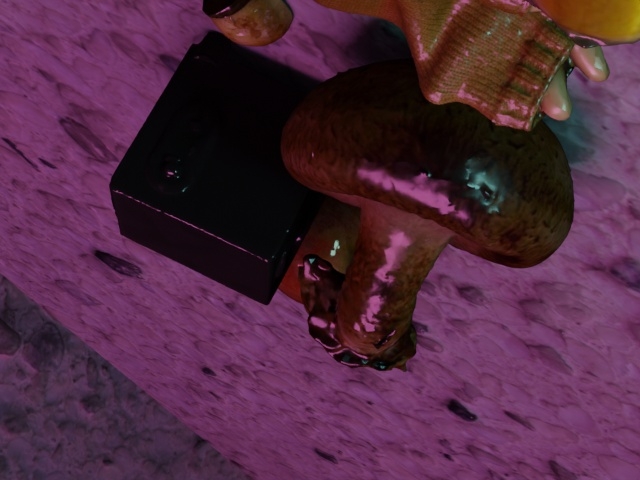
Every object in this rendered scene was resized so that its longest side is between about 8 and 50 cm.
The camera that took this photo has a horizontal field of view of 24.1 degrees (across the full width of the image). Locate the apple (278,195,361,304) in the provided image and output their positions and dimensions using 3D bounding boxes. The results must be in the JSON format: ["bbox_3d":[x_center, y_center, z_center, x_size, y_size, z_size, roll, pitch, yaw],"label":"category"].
[{"bbox_3d":[0.000,0.000,2.094,0.174,0.188,0.188,17,156,39],"label":"apple"}]

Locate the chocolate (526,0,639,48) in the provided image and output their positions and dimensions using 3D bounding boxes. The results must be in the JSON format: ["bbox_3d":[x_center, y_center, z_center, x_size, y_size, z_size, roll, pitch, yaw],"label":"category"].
[{"bbox_3d":[0.264,-0.331,1.128,0.162,0.162,0.445,24,153,10],"label":"chocolate"}]

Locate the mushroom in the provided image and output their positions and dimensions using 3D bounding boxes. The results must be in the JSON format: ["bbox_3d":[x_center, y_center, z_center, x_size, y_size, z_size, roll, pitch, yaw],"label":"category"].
[{"bbox_3d":[0.090,-0.038,1.716,0.331,0.356,0.334,43,177,-7],"label":"mushroom"}]

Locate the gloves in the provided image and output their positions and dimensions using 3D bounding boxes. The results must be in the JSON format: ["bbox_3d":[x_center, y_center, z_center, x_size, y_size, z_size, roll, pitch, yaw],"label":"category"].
[{"bbox_3d":[0.123,-0.248,1.443,0.356,0.155,0.203,33,149,2],"label":"gloves"}]

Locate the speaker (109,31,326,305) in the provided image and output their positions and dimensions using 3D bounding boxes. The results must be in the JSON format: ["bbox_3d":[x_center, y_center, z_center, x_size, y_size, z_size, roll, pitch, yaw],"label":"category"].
[{"bbox_3d":[-0.106,-0.092,1.925,0.232,0.254,0.184,26,159,7],"label":"speaker"}]

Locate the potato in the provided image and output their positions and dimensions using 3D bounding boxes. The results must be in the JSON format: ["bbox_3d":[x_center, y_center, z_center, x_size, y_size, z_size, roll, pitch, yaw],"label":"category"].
[{"bbox_3d":[-0.083,-0.261,1.779,0.103,0.066,0.096,40,159,-32],"label":"potato"}]
